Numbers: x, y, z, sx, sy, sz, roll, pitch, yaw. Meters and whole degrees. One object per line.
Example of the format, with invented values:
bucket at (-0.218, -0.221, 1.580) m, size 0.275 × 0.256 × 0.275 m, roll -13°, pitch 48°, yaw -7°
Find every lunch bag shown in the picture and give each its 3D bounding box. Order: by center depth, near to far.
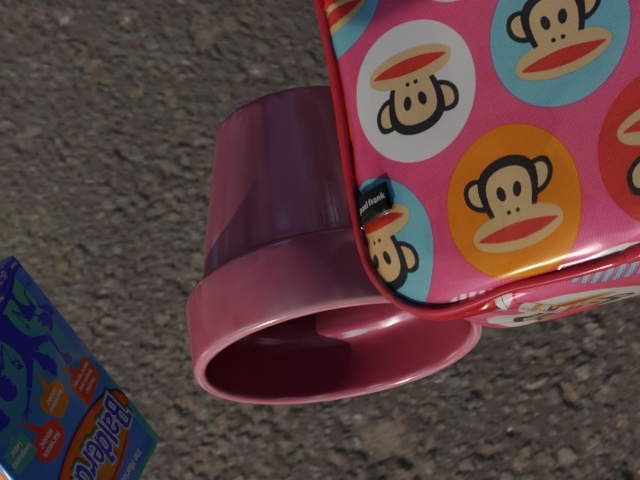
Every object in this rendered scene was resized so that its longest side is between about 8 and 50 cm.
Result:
lunch bag at (0.142, -0.108, 0.534) m, size 0.293 × 0.120 × 0.258 m, roll -19°, pitch 72°, yaw 31°

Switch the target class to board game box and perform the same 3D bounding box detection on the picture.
board game box at (-0.229, 0.139, 0.963) m, size 0.047 × 0.160 × 0.210 m, roll -24°, pitch 113°, yaw 26°

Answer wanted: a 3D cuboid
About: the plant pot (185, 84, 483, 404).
plant pot at (0.000, 0.000, 0.851) m, size 0.201 × 0.201 × 0.180 m, roll -21°, pitch 63°, yaw 23°
